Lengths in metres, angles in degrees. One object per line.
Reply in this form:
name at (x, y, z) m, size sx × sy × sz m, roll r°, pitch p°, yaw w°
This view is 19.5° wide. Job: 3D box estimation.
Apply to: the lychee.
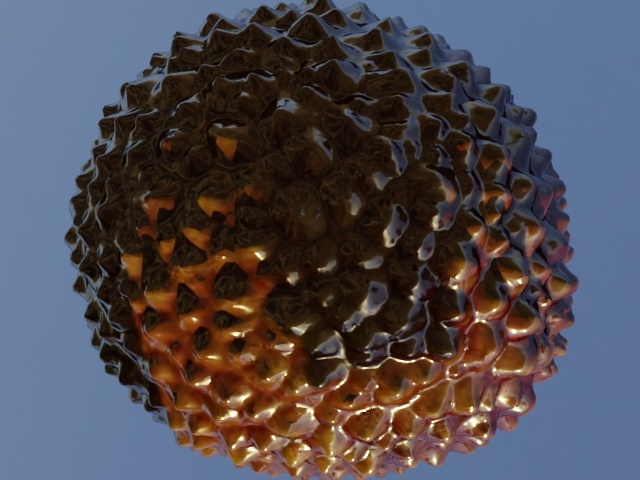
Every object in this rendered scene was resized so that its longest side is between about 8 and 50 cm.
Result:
lychee at (0.000, 0.000, 1.132) m, size 0.330 × 0.306 × 0.306 m, roll -6°, pitch -107°, yaw 54°
